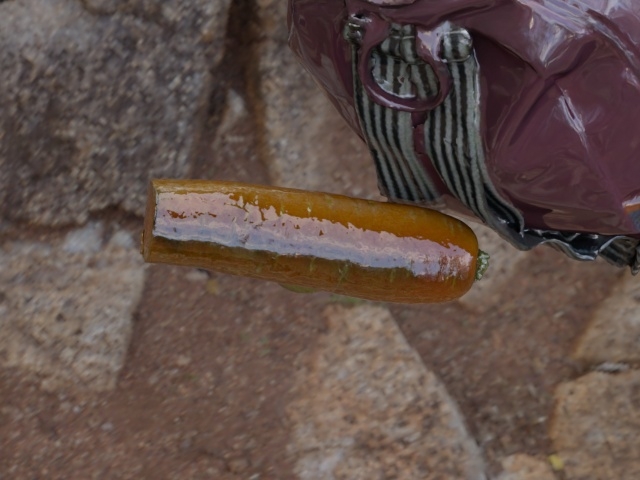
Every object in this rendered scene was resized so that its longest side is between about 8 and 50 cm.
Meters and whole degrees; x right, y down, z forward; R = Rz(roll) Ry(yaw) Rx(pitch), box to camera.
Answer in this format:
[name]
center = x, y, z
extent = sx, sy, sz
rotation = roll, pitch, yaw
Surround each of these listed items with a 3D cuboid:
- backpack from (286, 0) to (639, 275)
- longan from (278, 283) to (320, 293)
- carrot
[backpack]
center = 0.116, -0.103, 0.875
extent = 0.317, 0.283, 0.197
rotation = 30, 82, -60
[longan]
center = -0.013, 0.007, 1.162
extent = 0.075, 0.075, 0.083
rotation = 45, 22, -8
[carrot]
center = 0.000, 0.000, 0.862
extent = 0.225, 0.067, 0.067
rotation = 8, 63, -15
